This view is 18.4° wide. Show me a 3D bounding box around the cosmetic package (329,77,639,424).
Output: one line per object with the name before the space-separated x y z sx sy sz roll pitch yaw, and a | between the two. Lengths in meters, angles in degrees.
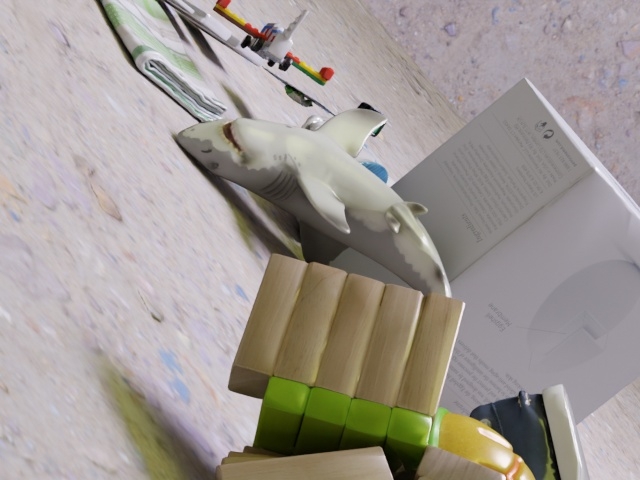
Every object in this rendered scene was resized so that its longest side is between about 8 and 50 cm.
cosmetic package | 0.156 0.034 1.575 0.224 0.225 0.138 43 11 -41

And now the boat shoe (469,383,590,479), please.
boat shoe | 0.146 0.214 1.297 0.095 0.079 0.254 55 24 -59

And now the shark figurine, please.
shark figurine | 0.026 0.011 1.470 0.278 0.116 0.166 47 42 17

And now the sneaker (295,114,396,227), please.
sneaker | 0.003 -0.054 1.635 0.092 0.087 0.229 46 3 6

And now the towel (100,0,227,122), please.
towel | -0.134 -0.165 1.560 0.113 0.023 0.152 40 15 -51

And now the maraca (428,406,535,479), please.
maraca | 0.082 0.185 1.117 0.127 0.099 0.185 35 45 -64

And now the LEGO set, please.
LEGO set | -0.048 -0.175 1.685 0.244 0.060 0.182 35 1 30

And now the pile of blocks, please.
pile of blocks | 0.024 0.174 0.946 0.112 0.149 0.362 103 -22 -45
